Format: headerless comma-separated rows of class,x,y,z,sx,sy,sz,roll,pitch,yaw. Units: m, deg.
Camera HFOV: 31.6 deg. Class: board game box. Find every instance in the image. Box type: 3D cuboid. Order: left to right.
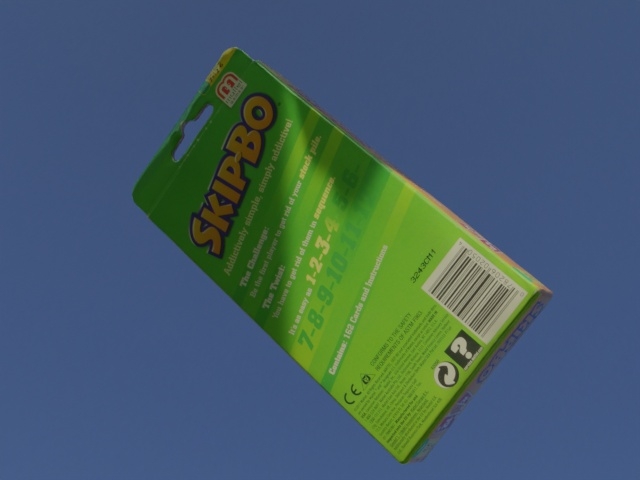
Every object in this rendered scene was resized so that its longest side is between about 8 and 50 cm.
board game box,0.000,0.000,0.674,0.259,0.039,0.124,41,-78,25
